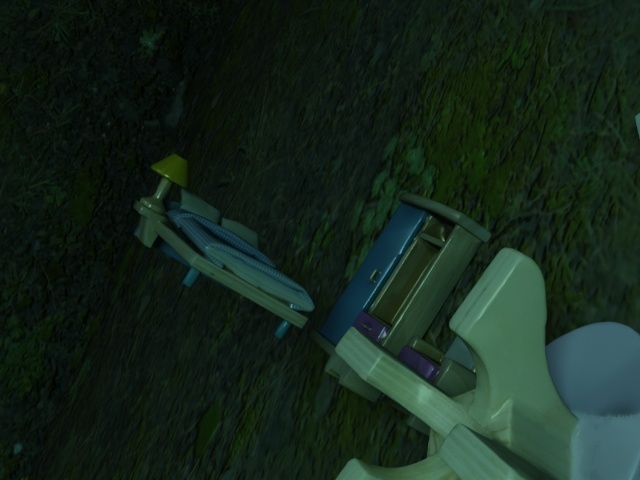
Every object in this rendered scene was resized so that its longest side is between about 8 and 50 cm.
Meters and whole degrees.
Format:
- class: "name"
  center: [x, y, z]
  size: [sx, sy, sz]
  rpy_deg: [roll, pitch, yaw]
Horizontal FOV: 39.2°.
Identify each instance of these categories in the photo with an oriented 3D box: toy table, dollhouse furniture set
- class: "toy table"
  center: [0.116, 0.153, 0.649]
  size: [0.274, 0.161, 0.252]
  rpy_deg: [-60, 25, -9]
- class: "dollhouse furniture set"
  center: [0.000, 0.000, 0.866]
  size: [0.198, 0.303, 0.286]
  rpy_deg: [-58, 25, -1]

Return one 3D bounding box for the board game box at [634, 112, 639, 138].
- class: "board game box"
  center: [0.312, -0.073, 0.713]
  size: [0.103, 0.026, 0.154]
  rpy_deg: [-38, 31, 36]
